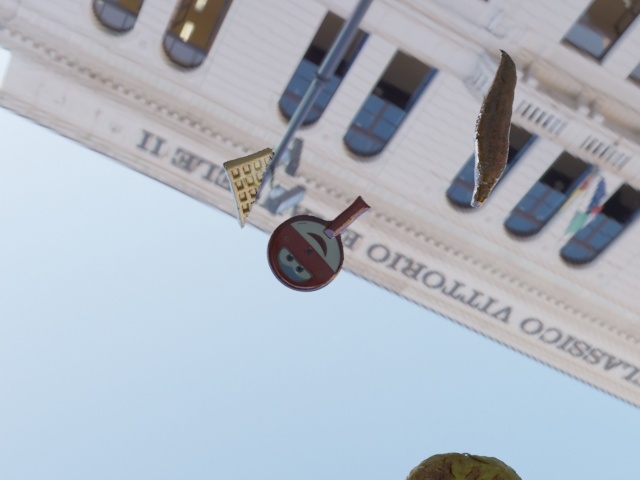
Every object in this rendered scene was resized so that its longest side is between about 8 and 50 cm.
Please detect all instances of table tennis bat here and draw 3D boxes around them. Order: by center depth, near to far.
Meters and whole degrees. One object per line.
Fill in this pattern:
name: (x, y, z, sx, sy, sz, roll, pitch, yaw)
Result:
table tennis bat: (0.000, 0.000, 1.062, 0.098, 0.155, 0.019, 49, -164, -1)

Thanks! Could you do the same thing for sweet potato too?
sweet potato: (0.320, -0.216, 1.577, 0.072, 0.066, 0.314, 17, -104, -37)

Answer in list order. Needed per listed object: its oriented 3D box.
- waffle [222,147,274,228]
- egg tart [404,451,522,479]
waffle: (-0.121, -0.094, 1.570, 0.097, 0.152, 0.023, -18, -140, -11)
egg tart: (0.141, 0.257, 0.813, 0.130, 0.052, 0.130, -2, -155, 1)
